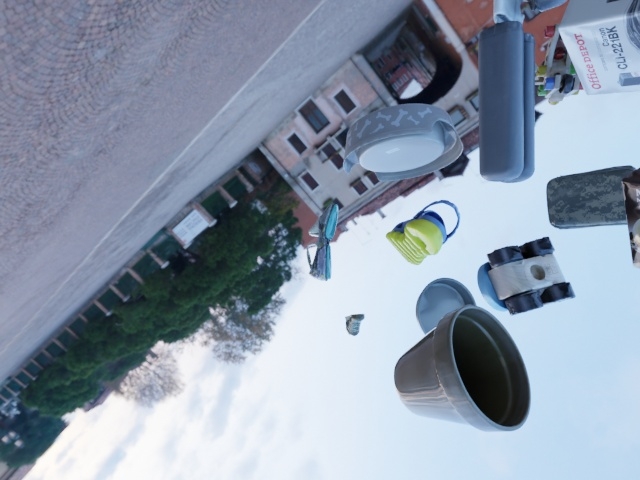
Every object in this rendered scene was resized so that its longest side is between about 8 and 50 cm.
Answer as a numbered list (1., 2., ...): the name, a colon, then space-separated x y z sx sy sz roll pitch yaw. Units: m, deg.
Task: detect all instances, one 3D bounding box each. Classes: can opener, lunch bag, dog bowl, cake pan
1. can opener: 0.212 -0.202 0.424 0.074 0.280 0.093 -4 -172 -44
2. lunch bag: 1.028 -0.157 1.505 0.305 0.212 0.256 -6 180 44
3. dog bowl: 0.235 -0.284 1.196 0.349 0.102 0.349 -5 168 -1
4. cake pan: 0.521 0.303 1.683 0.293 0.293 0.054 -47 -175 -21

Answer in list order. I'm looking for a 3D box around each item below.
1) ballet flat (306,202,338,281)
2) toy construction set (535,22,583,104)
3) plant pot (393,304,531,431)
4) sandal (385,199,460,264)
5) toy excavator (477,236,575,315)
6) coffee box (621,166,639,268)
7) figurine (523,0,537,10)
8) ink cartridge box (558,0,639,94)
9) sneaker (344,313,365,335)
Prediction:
1. ballet flat: 0.000 0.000 0.576 0.041 0.041 0.114 -14 -113 64
2. toy construction set: 0.740 -0.528 1.329 0.309 0.257 0.237 -20 163 5
3. plant pot: 0.370 0.379 1.146 0.280 0.323 0.323 -36 -167 44
4. sandal: 0.274 -0.022 1.065 0.138 0.126 0.317 -43 -179 -10
5. toy excavator: 0.736 0.163 1.532 0.433 0.222 0.445 -10 162 -18
6. coffee box: 0.924 -0.047 1.054 0.119 0.297 0.168 -31 -156 -9
7. figurine: 0.434 -0.643 0.861 0.092 0.215 0.209 13 -95 58
8. ink cartridge box: 0.579 -0.356 0.668 0.273 0.197 0.114 20 -99 51
9. sneaker: 0.146 0.353 1.676 0.064 0.086 0.192 -1 165 -10
